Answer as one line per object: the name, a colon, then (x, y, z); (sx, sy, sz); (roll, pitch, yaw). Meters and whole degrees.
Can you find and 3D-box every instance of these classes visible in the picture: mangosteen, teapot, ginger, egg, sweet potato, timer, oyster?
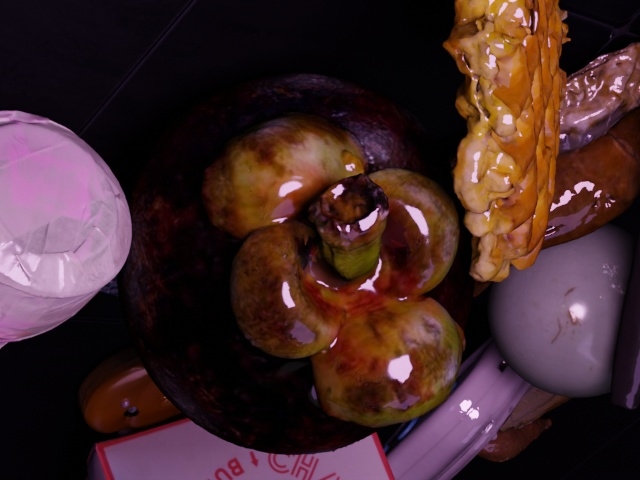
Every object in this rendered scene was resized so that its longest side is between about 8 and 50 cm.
mangosteen: (-0.010, 0.020, 1.318); (0.330, 0.330, 0.330); (-22, 152, -12)
teapot: (-0.275, 0.008, 1.239); (0.222, 0.163, 0.178); (-2, 150, -42)
ginger: (0.226, -0.033, 1.683); (0.309, 0.107, 0.133); (-31, 162, 9)
egg: (0.291, 0.075, 1.817); (0.203, 0.203, 0.283); (-34, 174, 11)
sweet potato: (0.274, 0.289, 2.340); (0.226, 0.068, 0.068); (2, 140, -46)
timer: (0.167, 0.225, 2.008); (0.262, 0.087, 0.237); (-48, 176, 35)
oyster: (0.273, -0.134, 1.608); (0.345, 0.078, 0.128); (-29, 162, -3)

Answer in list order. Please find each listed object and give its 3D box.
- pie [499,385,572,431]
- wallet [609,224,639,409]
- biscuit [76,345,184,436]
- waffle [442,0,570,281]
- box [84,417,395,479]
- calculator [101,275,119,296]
pie: (0.346, 0.180, 2.210); (0.282, 0.068, 0.129); (-44, 155, 29)
wallet: (0.384, -0.017, 1.657); (0.197, 0.051, 0.377); (-21, 126, -44)
biscuit: (-0.178, 0.166, 1.722); (0.170, 0.050, 0.170); (-21, 152, -12)
waffle: (0.153, -0.128, 1.272); (0.068, 0.324, 0.302); (2, 167, 14)
box: (-0.087, 0.363, 1.819); (0.312, 0.314, 0.300); (-15, 164, -24)
calculator: (-0.164, 0.041, 1.556); (0.057, 0.018, 0.172); (-36, 154, 17)
